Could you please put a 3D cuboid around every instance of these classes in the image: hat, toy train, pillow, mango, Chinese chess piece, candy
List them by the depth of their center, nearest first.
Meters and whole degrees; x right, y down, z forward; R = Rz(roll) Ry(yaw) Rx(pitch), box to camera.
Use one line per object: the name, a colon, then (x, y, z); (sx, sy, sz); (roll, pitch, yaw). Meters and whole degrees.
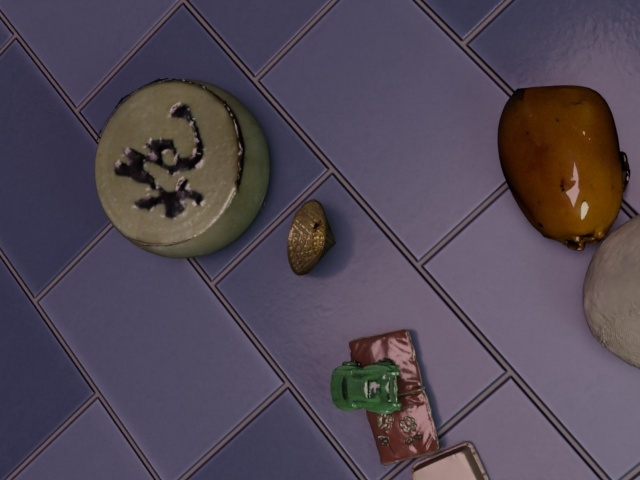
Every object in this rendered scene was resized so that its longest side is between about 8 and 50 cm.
candy: (0.558, 0.079, 1.317); (0.295, 0.185, 0.296); (-4, 77, 20)
mango: (0.402, -0.126, 1.408); (0.201, 0.152, 0.287); (-34, 63, 42)
toy train: (0.082, 0.256, 1.472); (0.149, 0.081, 0.099); (-4, 83, 26)
pillow: (0.132, 0.278, 1.512); (0.126, 0.043, 0.233); (-20, 78, 19)
hat: (0.000, 0.000, 1.580); (0.146, 0.067, 0.146); (-29, 55, 54)
Chinese chess piece: (-0.271, -0.140, 1.638); (0.349, 0.146, 0.349); (-2, 83, 19)

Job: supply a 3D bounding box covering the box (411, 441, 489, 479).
box: (0.220, 0.411, 1.457); (0.122, 0.062, 0.089); (-28, 76, 15)
